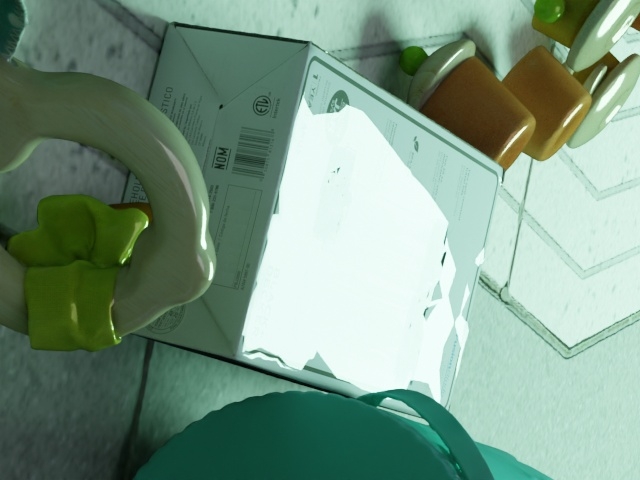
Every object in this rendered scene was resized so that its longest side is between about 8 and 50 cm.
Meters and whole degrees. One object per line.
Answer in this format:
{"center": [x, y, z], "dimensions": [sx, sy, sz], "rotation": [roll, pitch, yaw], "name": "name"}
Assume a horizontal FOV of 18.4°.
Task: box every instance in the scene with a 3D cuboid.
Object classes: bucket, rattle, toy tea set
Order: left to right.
{"center": [-0.122, -0.061, 0.881], "dimensions": [0.200, 0.130, 0.143], "rotation": [56, 33, -19], "name": "rattle"}
{"center": [0.019, 0.214, 1.046], "dimensions": [0.183, 0.281, 0.281], "rotation": [32, 71, -57], "name": "bucket"}
{"center": [0.149, -0.151, 1.364], "dimensions": [0.200, 0.124, 0.336], "rotation": [-57, 166, 24], "name": "toy tea set"}

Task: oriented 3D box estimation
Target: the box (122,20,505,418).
{"center": [0.000, 0.000, 1.115], "dimensions": [0.290, 0.087, 0.169], "rotation": [22, 80, -62], "name": "box"}
